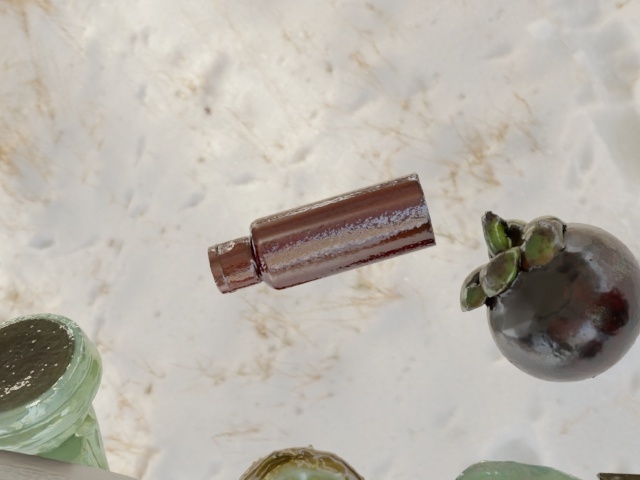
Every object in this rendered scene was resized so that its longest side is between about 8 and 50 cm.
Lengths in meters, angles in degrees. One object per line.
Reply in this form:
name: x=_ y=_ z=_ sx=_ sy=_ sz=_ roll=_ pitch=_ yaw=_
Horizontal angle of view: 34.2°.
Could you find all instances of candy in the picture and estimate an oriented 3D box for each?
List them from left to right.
candy: x=-0.034 y=0.463 z=1.690 sx=0.260 sy=0.118 sz=0.259 roll=3 pitch=67 yaw=-8

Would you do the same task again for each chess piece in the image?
chess piece: x=-0.290 y=0.238 z=1.178 sx=0.176 sy=0.298 sz=0.175 roll=-11 pitch=37 yaw=8

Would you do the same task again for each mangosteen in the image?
mangosteen: x=0.418 y=0.097 z=1.829 sx=0.311 sy=0.311 sz=0.311 roll=-12 pitch=67 yaw=32

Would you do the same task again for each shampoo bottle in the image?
shampoo bottle: x=0.000 y=0.000 z=1.218 sx=0.260 sy=0.102 sz=0.064 roll=-17 pitch=41 yaw=4

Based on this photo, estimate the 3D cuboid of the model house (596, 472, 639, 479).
model house: x=0.523 y=0.432 z=1.604 sx=0.181 sy=0.248 sz=0.176 roll=-47 pitch=18 yaw=57

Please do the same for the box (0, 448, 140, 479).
box: x=-0.213 y=0.187 z=0.670 sx=0.290 sy=0.289 sz=0.073 roll=6 pitch=81 yaw=67

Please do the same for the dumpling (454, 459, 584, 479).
dumpling: x=0.212 y=0.315 z=1.113 sx=0.216 sy=0.149 sz=0.105 roll=-54 pitch=7 yaw=25
